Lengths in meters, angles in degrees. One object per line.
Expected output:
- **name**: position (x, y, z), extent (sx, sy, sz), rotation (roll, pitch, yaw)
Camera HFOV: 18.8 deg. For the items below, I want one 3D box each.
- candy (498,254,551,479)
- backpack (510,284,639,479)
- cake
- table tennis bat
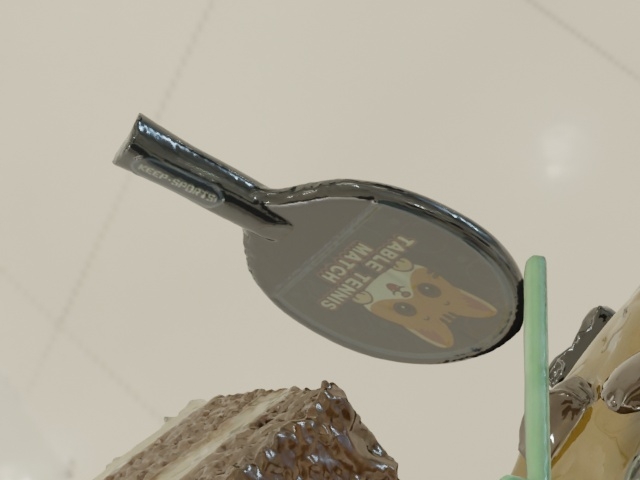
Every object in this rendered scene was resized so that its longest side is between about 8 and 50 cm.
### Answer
- **candy**: position (0.066, 0.074, 0.566), extent (0.060, 0.201, 0.060), rotation (2, 132, 2)
- **backpack**: position (0.215, 0.171, 1.223), extent (0.201, 0.378, 0.353), rotation (32, 107, -9)
- **cake**: position (-0.037, 0.145, 0.829), extent (0.147, 0.134, 0.135), rotation (-11, 110, 50)
- **table tennis bat**: position (0.000, 0.000, 1.020), extent (0.236, 0.027, 0.150), rotation (28, 144, -16)
